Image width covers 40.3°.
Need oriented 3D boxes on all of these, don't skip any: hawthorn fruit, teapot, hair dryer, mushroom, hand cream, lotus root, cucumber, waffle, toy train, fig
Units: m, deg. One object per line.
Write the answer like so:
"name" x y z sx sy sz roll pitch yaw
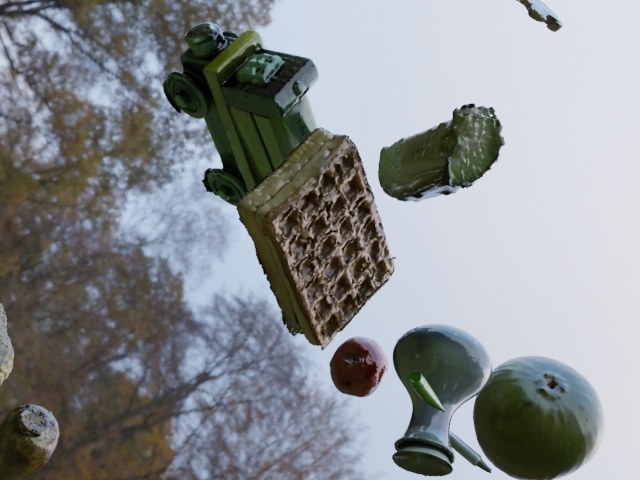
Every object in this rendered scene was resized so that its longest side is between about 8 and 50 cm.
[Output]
"hawthorn fruit" 0.074 0.244 1.705 0.128 0.128 0.128 37 -39 37
"teapot" 0.203 0.281 1.544 0.184 0.250 0.183 11 -34 7
"hair dryer" 0.310 0.431 1.896 0.183 0.044 0.154 25 -79 26
"mushroom" 0.324 -0.348 1.315 0.101 0.049 0.019 31 -53 -20
"hand cream" 0.162 0.232 1.338 0.036 0.023 0.122 29 -15 36
"lotus root" -0.505 0.348 1.443 0.190 0.094 0.108 -46 -150 28
"cucumber" 0.190 -0.129 1.467 0.325 0.105 0.145 174 -73 -71
"waffle" 0.001 0.000 1.362 0.091 0.213 0.308 22 -34 38
"toy train" -0.101 -0.183 1.485 0.253 0.160 0.397 21 -34 34
"fig" 0.494 0.428 2.027 0.316 0.316 0.316 37 -39 37

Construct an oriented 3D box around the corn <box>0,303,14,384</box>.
"corn" -0.448 0.131 1.134 0.292 0.101 0.101 18 -51 62
